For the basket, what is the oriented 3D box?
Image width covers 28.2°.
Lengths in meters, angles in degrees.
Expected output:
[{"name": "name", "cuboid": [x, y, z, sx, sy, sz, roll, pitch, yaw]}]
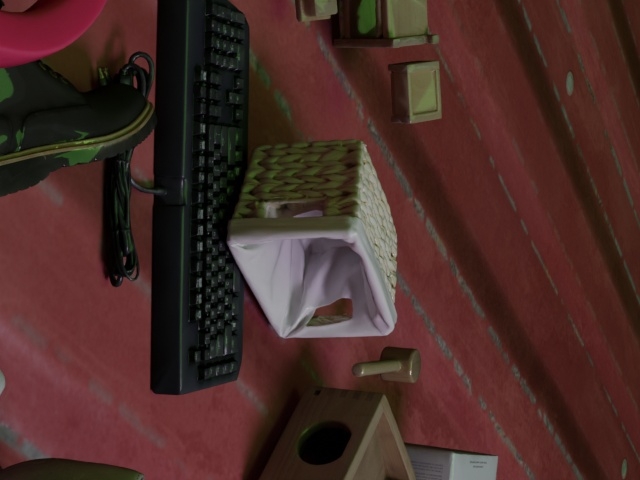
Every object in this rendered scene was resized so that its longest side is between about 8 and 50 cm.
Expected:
[{"name": "basket", "cuboid": [0.000, 0.000, 1.092, 0.167, 0.113, 0.103, 67, 25, -53]}]

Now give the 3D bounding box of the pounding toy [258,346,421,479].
[{"name": "pounding toy", "cuboid": [0.020, 0.178, 1.179, 0.206, 0.094, 0.181, -61, 142, -40]}]

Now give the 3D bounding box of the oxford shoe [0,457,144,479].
[{"name": "oxford shoe", "cuboid": [-0.149, 0.323, 0.793, 0.140, 0.146, 0.397, -83, 167, -72]}]

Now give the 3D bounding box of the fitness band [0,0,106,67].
[{"name": "fitness band", "cuboid": [-0.222, -0.228, 0.702, 0.291, 0.054, 0.209, 49, 47, -38]}]

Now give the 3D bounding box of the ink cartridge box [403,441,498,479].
[{"name": "ink cartridge box", "cuboid": [0.093, 0.295, 1.288, 0.127, 0.128, 0.176, 21, 74, -60]}]

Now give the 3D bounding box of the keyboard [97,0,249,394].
[{"name": "keyboard", "cuboid": [-0.106, -0.038, 1.000, 0.201, 0.033, 0.317, -3, 94, -61]}]

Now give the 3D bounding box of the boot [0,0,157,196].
[{"name": "boot", "cuboid": [-0.185, -0.111, 0.811, 0.198, 0.076, 0.137, -35, 117, -57]}]

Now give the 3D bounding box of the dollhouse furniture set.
[{"name": "dollhouse furniture set", "cuboid": [0.017, -0.197, 1.188, 0.160, 0.101, 0.182, -12, 104, -36]}]

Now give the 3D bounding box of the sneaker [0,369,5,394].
[{"name": "sneaker", "cuboid": [-0.267, 0.086, 0.659, 0.236, 0.095, 0.105, -46, 125, -57]}]
